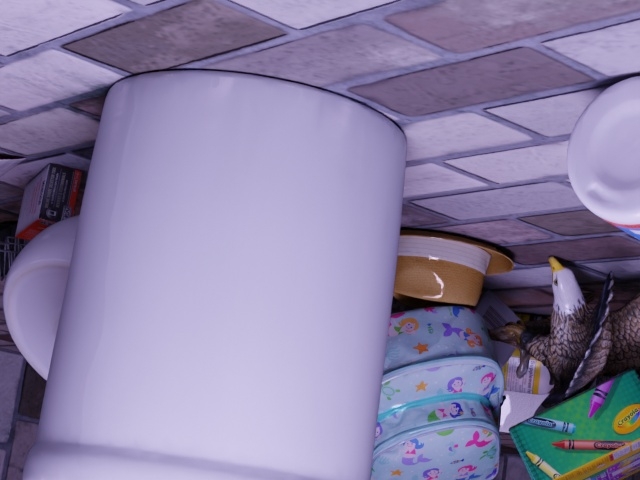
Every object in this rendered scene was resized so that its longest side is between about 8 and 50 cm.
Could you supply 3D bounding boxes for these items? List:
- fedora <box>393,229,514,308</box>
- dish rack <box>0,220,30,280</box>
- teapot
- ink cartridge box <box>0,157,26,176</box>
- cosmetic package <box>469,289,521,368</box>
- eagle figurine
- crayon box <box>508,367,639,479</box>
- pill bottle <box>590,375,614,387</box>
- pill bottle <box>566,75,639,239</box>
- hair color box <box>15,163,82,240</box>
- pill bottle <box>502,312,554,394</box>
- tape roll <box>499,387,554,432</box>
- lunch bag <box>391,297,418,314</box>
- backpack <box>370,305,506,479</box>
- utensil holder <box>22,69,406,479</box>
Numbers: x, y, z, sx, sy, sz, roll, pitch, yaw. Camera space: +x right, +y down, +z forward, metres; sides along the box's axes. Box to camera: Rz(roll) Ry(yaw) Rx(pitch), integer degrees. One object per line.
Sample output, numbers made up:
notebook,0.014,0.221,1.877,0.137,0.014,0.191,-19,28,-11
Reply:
fedora,0.144,0.043,1.883,0.194,0.079,0.194,9,167,2
dish rack,-0.334,0.025,1.985,0.271,0.074,0.208,5,-168,9
teapot,-0.226,0.059,1.745,0.256,0.187,0.252,31,133,6
ink cartridge box,-0.485,-0.098,1.785,0.225,0.056,0.181,-6,175,-27
cosmetic package,0.175,0.180,2.149,0.085,0.117,0.231,46,129,-2
eagle figurine,0.341,0.118,1.852,0.225,0.226,0.298,38,161,-24
crayon box,0.334,0.252,1.855,0.165,0.081,0.278,-27,160,4
pill bottle,0.503,0.210,2.102,0.204,0.204,0.361,10,168,-8
pill bottle,0.310,-0.046,1.258,0.124,0.124,0.221,-2,163,39
hair color box,-0.332,-0.043,1.830,0.043,0.072,0.141,14,167,-19
pill bottle,0.293,0.168,2.253,0.208,0.119,0.119,6,168,9
tape roll,0.307,0.245,2.459,0.392,0.072,0.392,5,-176,0
lunch bag,-0.003,0.118,2.106,0.235,0.169,0.287,15,165,-34
backpack,0.125,0.203,1.897,0.225,0.191,0.253,-9,137,-7
utensil holder,-0.088,0.069,1.440,0.327,0.385,0.327,8,167,2
